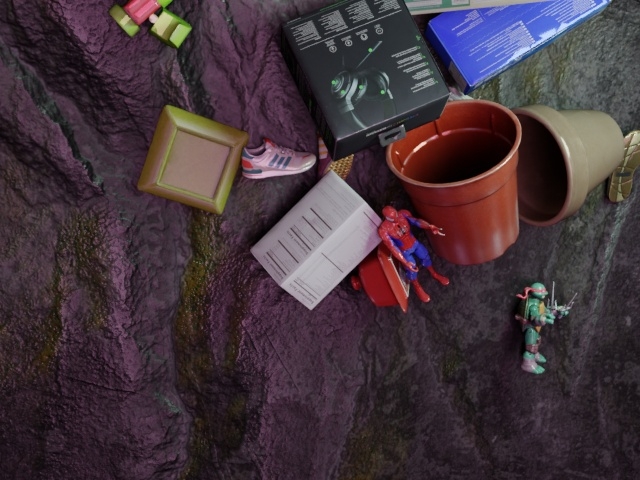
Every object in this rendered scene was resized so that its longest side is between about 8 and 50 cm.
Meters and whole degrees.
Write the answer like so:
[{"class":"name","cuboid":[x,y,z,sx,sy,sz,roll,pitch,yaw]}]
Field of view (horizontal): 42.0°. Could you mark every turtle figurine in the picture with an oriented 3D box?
[{"class":"turtle figurine","cuboid":[0.522,0.188,1.979,0.175,0.118,0.234,-17,118,-52]}]

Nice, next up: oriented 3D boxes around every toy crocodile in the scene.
[{"class":"toy crocodile","cuboid":[-0.381,-0.493,1.551,0.115,0.105,0.340,-41,111,0]}]

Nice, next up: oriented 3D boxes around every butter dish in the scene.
[{"class":"butter dish","cuboid":[0.123,0.077,1.841,0.118,0.160,0.160,-21,111,17]}]

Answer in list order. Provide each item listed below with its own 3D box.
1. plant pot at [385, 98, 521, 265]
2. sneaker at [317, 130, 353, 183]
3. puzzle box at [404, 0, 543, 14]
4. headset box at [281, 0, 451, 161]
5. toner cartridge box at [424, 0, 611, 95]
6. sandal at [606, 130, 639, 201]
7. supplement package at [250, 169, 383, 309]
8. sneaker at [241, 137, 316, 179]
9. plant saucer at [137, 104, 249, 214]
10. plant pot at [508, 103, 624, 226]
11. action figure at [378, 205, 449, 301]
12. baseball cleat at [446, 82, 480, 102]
[{"class":"plant pot","cuboid":[0.298,-0.108,1.745,0.272,0.272,0.265,-26,132,-5]},{"class":"sneaker","cuboid":[0.025,-0.197,1.769,0.069,0.084,0.185,-8,135,-34]},{"class":"puzzle box","cuboid":[0.320,-0.587,1.594,0.409,0.052,0.272,3,112,28]},{"class":"headset box","cuboid":[0.088,-0.322,1.637,0.246,0.131,0.283,-24,79,-7]},{"class":"toner cartridge box","cuboid":[0.408,-0.465,1.740,0.348,0.075,0.165,-31,86,-3]},{"class":"sandal","cuboid":[0.707,-0.177,1.952,0.072,0.049,0.180,2,121,-9]},{"class":"supplement package","cuboid":[0.000,0.000,1.755,0.244,0.134,0.139,-44,140,1]},{"class":"sneaker","cuboid":[-0.088,-0.177,1.742,0.161,0.057,0.075,-10,118,-8]},{"class":"plant saucer","cuboid":[-0.259,-0.159,1.714,0.188,0.045,0.188,17,101,-18]},{"class":"plant pot","cuboid":[0.527,-0.188,1.816,0.229,0.263,0.263,-22,111,-26]},{"class":"action figure","cuboid":[0.210,0.035,1.738,0.091,0.139,0.280,-42,130,-8]},{"class":"baseball cleat","cuboid":[0.280,-0.280,1.799,0.206,0.072,0.109,22,106,-15]}]
